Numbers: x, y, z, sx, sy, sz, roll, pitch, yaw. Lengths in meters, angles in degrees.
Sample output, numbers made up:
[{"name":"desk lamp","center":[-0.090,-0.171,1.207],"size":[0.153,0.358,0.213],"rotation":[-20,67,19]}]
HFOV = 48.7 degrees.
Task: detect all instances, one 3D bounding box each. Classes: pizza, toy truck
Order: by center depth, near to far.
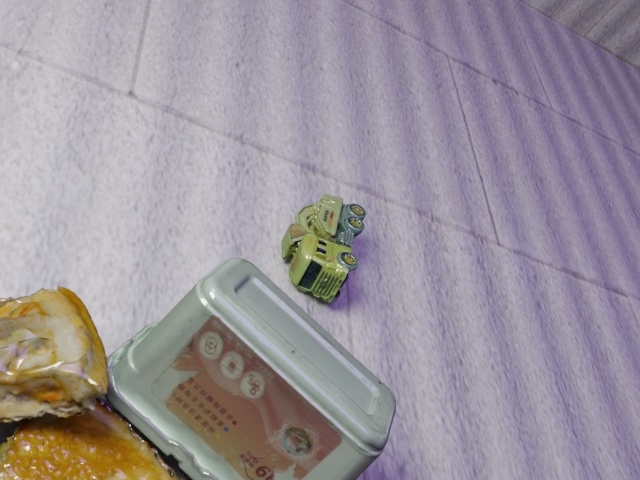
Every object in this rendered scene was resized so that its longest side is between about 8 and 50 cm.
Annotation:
[{"name":"pizza","center":[-0.228,0.290,0.688],"size":[0.323,0.089,0.223],"rotation":[46,34,8]},{"name":"pizza","center":[-0.364,0.121,0.691],"size":[0.297,0.071,0.189],"rotation":[-9,39,-15]},{"name":"toy truck","center":[0.000,0.000,1.133],"size":[0.116,0.085,0.191],"rotation":[22,40,-8]}]

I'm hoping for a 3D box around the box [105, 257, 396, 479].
[{"name":"box","center":[-0.069,0.173,0.814],"size":[0.312,0.182,0.175],"rotation":[42,20,0]}]
